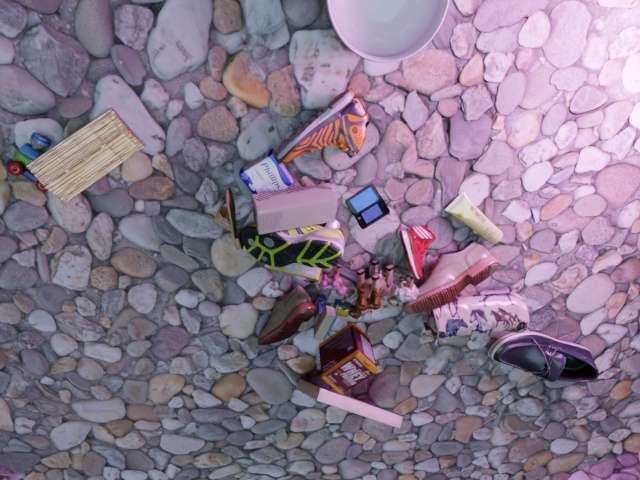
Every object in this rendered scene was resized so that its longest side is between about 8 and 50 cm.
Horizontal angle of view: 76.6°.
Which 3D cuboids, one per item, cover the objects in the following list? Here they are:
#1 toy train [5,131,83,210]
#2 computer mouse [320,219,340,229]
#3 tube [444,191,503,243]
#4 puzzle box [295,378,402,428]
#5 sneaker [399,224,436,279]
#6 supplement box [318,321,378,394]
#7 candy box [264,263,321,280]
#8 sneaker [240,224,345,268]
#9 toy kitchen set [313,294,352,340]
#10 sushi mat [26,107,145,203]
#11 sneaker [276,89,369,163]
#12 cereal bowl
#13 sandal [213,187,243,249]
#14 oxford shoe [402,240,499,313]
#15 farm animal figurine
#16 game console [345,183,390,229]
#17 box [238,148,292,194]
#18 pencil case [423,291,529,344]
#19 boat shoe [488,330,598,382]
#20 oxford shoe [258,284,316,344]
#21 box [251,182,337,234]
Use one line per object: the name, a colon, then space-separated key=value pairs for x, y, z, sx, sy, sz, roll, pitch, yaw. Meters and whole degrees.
toy train: x=-0.849 y=-0.223 z=1.313 sx=0.248 sy=0.105 sz=0.143 roll=35 pitch=96 yaw=-19
computer mouse: x=0.000 y=0.000 z=1.514 sx=0.106 sy=0.042 sz=0.193 roll=32 pitch=110 yaw=-17
tube: x=0.578 y=-0.076 z=1.514 sx=0.240 sy=0.062 sz=0.070 roll=37 pitch=68 yaw=-15
puzzle box: x=0.119 y=0.710 z=1.772 sx=0.409 sy=0.272 sz=0.052 roll=25 pitch=72 yaw=-16
sneaker: x=0.390 y=0.043 z=1.542 sx=0.128 sy=0.087 sz=0.221 roll=-19 pitch=118 yaw=7
supplement box: x=0.110 y=0.486 z=1.683 sx=0.191 sy=0.194 sz=0.129 roll=-37 pitch=113 yaw=14
candy box: x=-0.093 y=0.074 z=1.485 sx=0.206 sy=0.027 sz=0.105 roll=13 pitch=75 yaw=11
sneaker: x=-0.097 y=0.006 z=1.445 sx=0.385 sy=0.147 sz=0.145 roll=10 pitch=125 yaw=14
toy kitchen set: x=0.067 y=0.288 z=1.572 sx=0.166 sy=0.207 sz=0.122 roll=19 pitch=115 yaw=-14
sushi mat: x=-0.736 y=-0.267 z=1.279 sx=0.316 sy=0.019 sz=0.151 roll=-38 pitch=113 yaw=-7
sneaker: x=0.023 y=-0.315 z=1.311 sx=0.321 sy=0.124 sz=0.180 roll=-35 pitch=113 yaw=13
cereal bowl: x=0.176 y=-0.680 z=1.128 sx=0.339 sy=0.141 sz=0.339 roll=-2 pitch=116 yaw=-4
sandal: x=-0.336 y=-0.066 z=1.433 sx=0.079 sy=0.088 sz=0.240 roll=-6 pitch=123 yaw=2
oxford shoe: x=0.476 y=0.147 z=1.564 sx=0.397 sy=0.146 sz=0.140 roll=-29 pitch=144 yaw=0
farm animal figurine: x=0.152 y=0.192 z=1.531 sx=0.327 sy=0.330 sz=0.172 roll=-15 pitch=118 yaw=-29
game console: x=0.169 y=-0.120 z=1.453 sx=0.122 sy=0.107 sz=0.071 roll=-32 pitch=143 yaw=12
box: x=-0.183 y=-0.218 z=1.374 sx=0.137 sy=0.072 sz=0.126 roll=-30 pitch=116 yaw=10
pencil case: x=0.637 y=0.311 z=1.650 sx=0.410 sy=0.160 sz=0.183 roll=-4 pitch=92 yaw=-3
boat shoe: x=0.996 y=0.525 z=1.795 sx=0.500 sy=0.156 sz=0.186 roll=12 pitch=117 yaw=-9
oxford shoe: x=-0.148 y=0.310 z=1.636 sx=0.123 sy=0.130 sz=0.348 roll=9 pitch=137 yaw=-46
box: x=-0.088 y=-0.110 z=1.376 sx=0.275 sy=0.094 sz=0.113 roll=-10 pitch=140 yaw=-15
